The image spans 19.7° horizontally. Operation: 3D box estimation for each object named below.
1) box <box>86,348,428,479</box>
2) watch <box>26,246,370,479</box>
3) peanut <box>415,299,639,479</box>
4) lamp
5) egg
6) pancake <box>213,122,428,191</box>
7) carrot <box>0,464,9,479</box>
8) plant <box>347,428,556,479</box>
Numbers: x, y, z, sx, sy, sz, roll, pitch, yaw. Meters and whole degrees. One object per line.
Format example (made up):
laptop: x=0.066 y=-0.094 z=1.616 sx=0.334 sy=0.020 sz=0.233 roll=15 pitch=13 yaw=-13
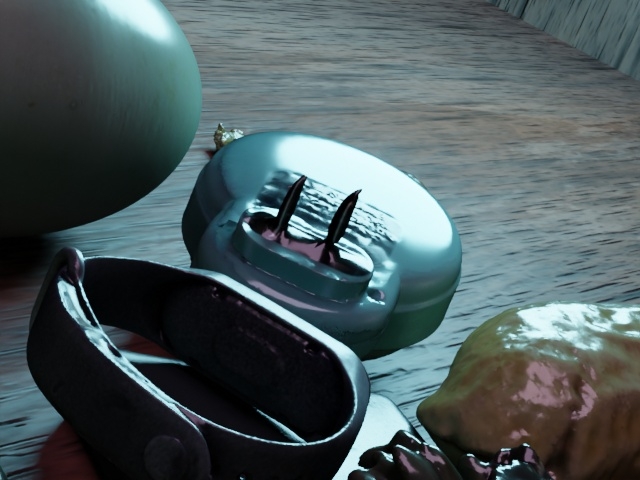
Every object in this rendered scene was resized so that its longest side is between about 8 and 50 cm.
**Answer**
box: x=-0.028 y=0.133 z=1.124 sx=0.230 sy=0.050 sz=0.160 roll=12 pitch=21 yaw=-29
watch: x=-0.075 y=0.075 z=1.052 sx=0.206 sy=0.068 sz=0.193 roll=32 pitch=21 yaw=22
peanut: x=0.201 y=0.124 z=1.278 sx=0.340 sy=0.158 sz=0.174 roll=7 pitch=53 yaw=-29
lamp: x=-0.004 y=0.011 z=1.343 sx=0.209 sy=0.147 sz=0.284 roll=22 pitch=10 yaw=4
egg: x=-0.226 y=-0.114 z=1.305 sx=0.230 sy=0.230 sz=0.371 roll=34 pitch=13 yaw=30
pancake: x=-0.028 y=-0.059 z=1.665 sx=0.266 sy=0.057 sz=0.244 roll=3 pitch=26 yaw=-45
carrot: x=-0.172 y=0.122 z=0.842 sx=0.070 sy=0.070 sz=0.260 roll=0 pitch=52 yaw=-51
plant: x=0.085 y=0.186 z=0.987 sx=0.194 sy=0.129 sz=0.132 roll=31 pitch=19 yaw=15
